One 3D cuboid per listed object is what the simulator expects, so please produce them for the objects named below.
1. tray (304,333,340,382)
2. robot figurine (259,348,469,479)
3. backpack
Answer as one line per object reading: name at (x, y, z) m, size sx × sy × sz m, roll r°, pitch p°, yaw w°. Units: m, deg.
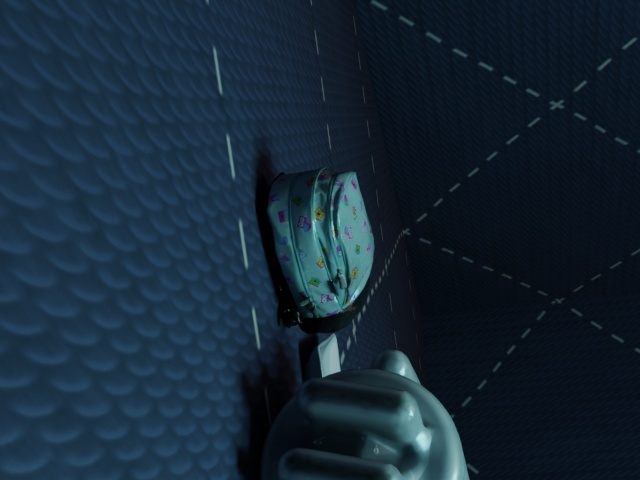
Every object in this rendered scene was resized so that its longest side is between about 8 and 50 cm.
tray at (0.013, 0.264, 1.232) m, size 0.145 × 0.030 × 0.270 m, roll -8°, pitch 91°, yaw -80°
robot figurine at (0.057, 0.267, 0.975) m, size 0.353 × 0.200 × 0.299 m, roll 69°, pitch 35°, yaw -56°
backpack at (0.000, 0.000, 1.089) m, size 0.152 × 0.115 × 0.182 m, roll -78°, pitch 157°, yaw -55°
